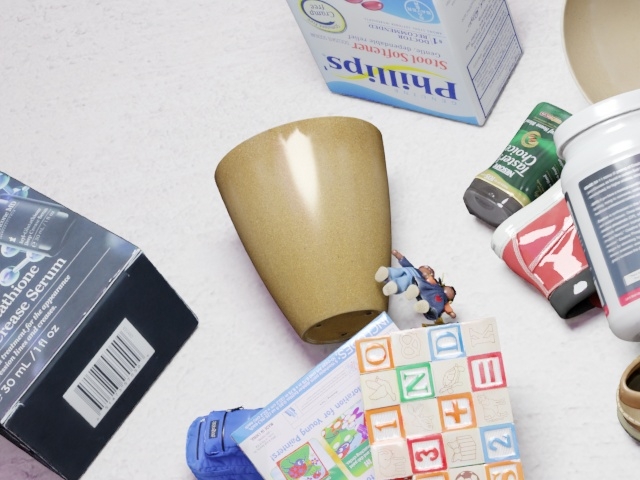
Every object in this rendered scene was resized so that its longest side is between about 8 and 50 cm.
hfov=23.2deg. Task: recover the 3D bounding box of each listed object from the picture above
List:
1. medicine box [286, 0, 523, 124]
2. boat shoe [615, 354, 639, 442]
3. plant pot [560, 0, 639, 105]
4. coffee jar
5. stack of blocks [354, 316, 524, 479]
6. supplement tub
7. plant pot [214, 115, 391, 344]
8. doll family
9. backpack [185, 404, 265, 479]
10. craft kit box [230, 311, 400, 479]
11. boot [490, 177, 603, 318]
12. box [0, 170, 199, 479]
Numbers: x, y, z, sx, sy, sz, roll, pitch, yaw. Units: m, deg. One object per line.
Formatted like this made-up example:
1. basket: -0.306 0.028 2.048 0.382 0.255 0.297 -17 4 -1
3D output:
1. medicine box: 0.112 -0.323 2.187 0.263 0.289 0.149 16 63 30
2. boat shoe: 0.499 0.139 1.836 0.324 0.120 0.122 -27 53 3
3. plant pot: 0.487 -0.292 2.059 0.284 0.284 0.191 22 34 32
4. coffee jar: 0.279 -0.094 2.103 0.096 0.079 0.184 32 74 35
5. stack of blocks: 0.146 0.253 1.840 0.171 0.087 0.297 -10 77 1
6. supplement tub: 0.404 -0.029 1.890 0.191 0.191 0.272 -19 75 9
7. plant pot: 0.000 0.000 2.080 0.237 0.237 0.254 -19 67 9
8. doll family: 0.145 0.093 2.012 0.076 0.111 0.193 -26 80 38
9. backpack: -0.116 0.262 2.016 0.120 0.101 0.098 -9 49 18
10. craft kit box: 0.062 0.259 1.916 0.250 0.061 0.246 -38 75 -5
11. boot: 0.367 -0.011 2.018 0.244 0.088 0.176 -40 61 -7
12. box: -0.427 0.099 2.177 0.395 0.212 0.293 26 72 34
